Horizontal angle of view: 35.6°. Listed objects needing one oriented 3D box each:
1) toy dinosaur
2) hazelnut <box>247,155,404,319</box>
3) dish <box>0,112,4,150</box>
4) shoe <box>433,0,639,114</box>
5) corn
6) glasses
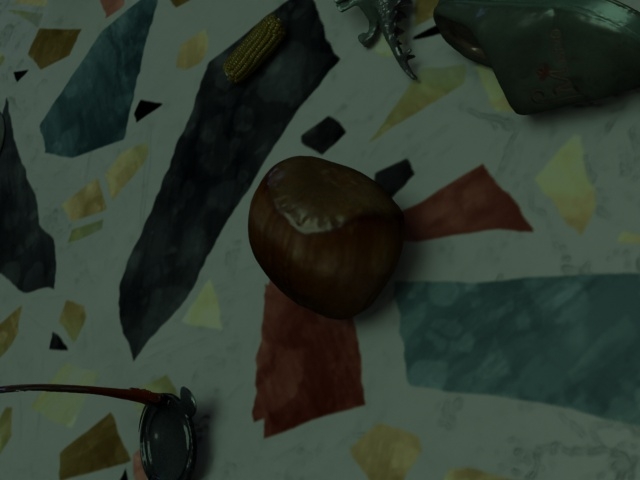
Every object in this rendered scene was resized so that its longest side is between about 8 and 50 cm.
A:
[{"bbox_3d":[0.061,-0.249,1.060,0.082,0.039,0.209,-36,54,18],"label":"toy dinosaur"},{"bbox_3d":[0.000,0.000,0.942,0.150,0.150,0.150,-15,63,32],"label":"hazelnut"},{"bbox_3d":[-0.531,-0.145,1.437,0.141,0.078,0.141,-15,63,32],"label":"dish"},{"bbox_3d":[0.192,-0.164,0.889,0.251,0.103,0.100,22,85,46],"label":"shoe"},{"bbox_3d":[-0.076,-0.220,1.153,0.092,0.037,0.037,-43,51,12],"label":"corn"},{"bbox_3d":[-0.243,0.245,0.942,0.118,0.268,0.234,-28,57,48],"label":"glasses"}]
